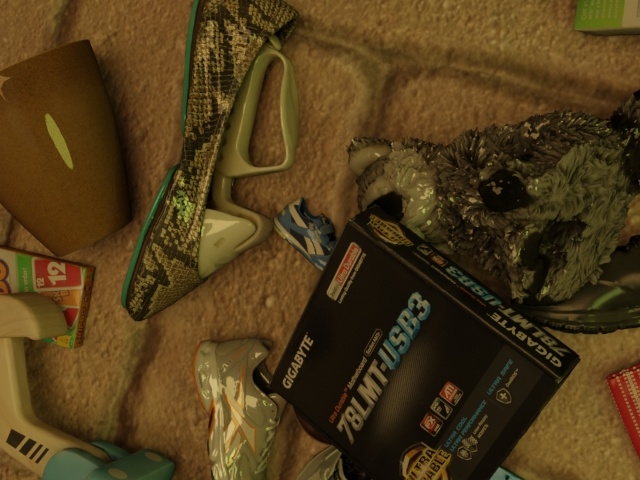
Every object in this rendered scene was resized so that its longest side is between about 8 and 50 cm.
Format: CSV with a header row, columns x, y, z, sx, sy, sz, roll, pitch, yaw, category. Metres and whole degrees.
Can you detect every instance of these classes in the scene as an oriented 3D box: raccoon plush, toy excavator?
x,y,z,sx,sy,sz,roll,pitch,yaw,category
0.253,-0.094,1.254,0.299,0.446,0.216,30,140,46,raccoon plush
-0.357,0.338,1.376,0.445,0.222,0.432,23,97,15,toy excavator

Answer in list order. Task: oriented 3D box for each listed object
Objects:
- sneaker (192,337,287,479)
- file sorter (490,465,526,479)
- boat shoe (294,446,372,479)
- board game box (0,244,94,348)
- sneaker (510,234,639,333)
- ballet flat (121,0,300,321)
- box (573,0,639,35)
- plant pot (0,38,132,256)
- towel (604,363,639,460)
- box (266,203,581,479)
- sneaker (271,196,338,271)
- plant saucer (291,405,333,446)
x,y,z,sx,sy,sz,roll,pitch,yaw,category
-0.093,0.259,1.367,0.121,0.099,0.262,-13,90,10,sneaker
0.182,0.345,1.293,0.170,0.104,0.118,29,99,11,file sorter
0.037,0.307,1.340,0.227,0.081,0.079,-41,82,12,boat shoe
-0.471,0.073,1.489,0.260,0.039,0.124,12,95,16,board game box
0.383,0.054,1.241,0.286,0.109,0.130,-3,85,5,sneaker
-0.130,-0.104,1.333,0.182,0.164,0.482,15,92,8,ballet flat
0.455,-0.357,1.136,0.322,0.059,0.232,11,94,46,box
-0.373,-0.114,1.371,0.237,0.237,0.254,-23,100,14,plant pot
0.522,0.209,1.233,0.275,0.031,0.198,-23,92,16,towel
0.105,0.157,1.166,0.293,0.073,0.295,38,126,16,box
0.000,0.000,1.353,0.144,0.053,0.059,42,99,8,sneaker
0.038,0.197,1.333,0.169,0.029,0.168,-14,61,26,plant saucer
